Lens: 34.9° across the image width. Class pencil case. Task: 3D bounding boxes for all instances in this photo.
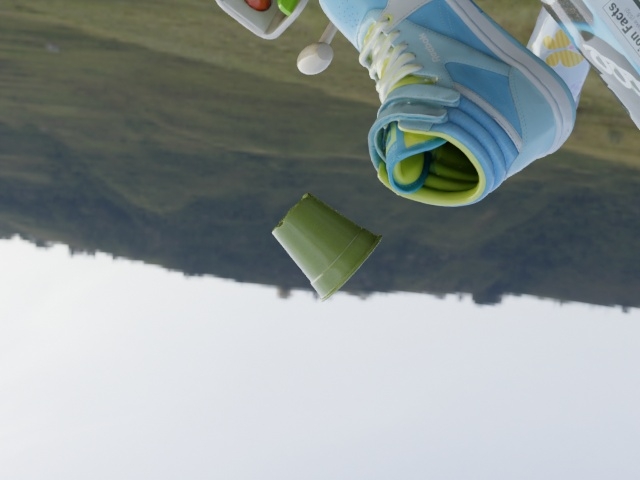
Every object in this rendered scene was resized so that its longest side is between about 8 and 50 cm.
[{"bbox_3d":[0.385,-0.323,1.577,0.113,0.273,0.124,21,-138,9],"label":"pencil case"}]

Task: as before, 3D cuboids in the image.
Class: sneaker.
[{"bbox_3d":[0.082,-0.163,1.021,0.319,0.127,0.208,38,-126,16],"label":"sneaker"}]

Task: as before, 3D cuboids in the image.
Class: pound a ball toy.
[{"bbox_3d":[-0.040,-0.434,1.695,0.208,0.319,0.135,35,148,-18],"label":"pound a ball toy"}]

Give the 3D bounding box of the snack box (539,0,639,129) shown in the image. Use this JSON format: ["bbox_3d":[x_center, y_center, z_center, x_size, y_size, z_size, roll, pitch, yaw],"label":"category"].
[{"bbox_3d":[0.160,-0.221,0.517,0.322,0.187,0.060,47,179,-17],"label":"snack box"}]

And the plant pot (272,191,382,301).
[{"bbox_3d":[0.000,0.000,0.935,0.079,0.083,0.083,42,-167,-3],"label":"plant pot"}]
